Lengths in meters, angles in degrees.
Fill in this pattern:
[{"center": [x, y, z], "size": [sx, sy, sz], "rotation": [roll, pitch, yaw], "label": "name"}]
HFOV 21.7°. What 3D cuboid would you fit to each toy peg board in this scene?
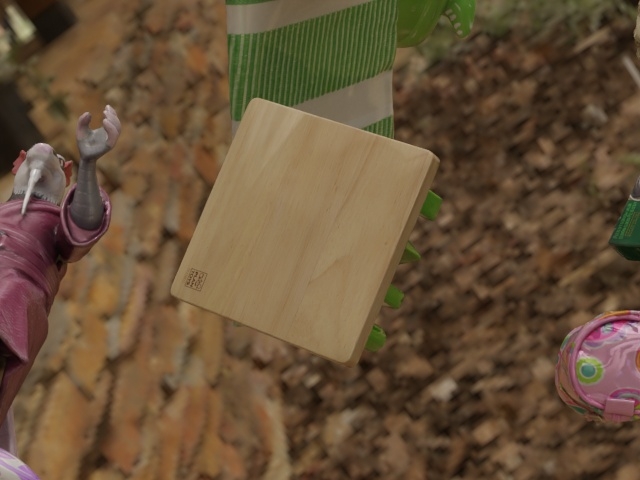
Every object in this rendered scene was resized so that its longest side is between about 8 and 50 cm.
[{"center": [0.000, 0.000, 1.223], "size": [0.160, 0.079, 0.161], "rotation": [19, 83, 30], "label": "toy peg board"}]

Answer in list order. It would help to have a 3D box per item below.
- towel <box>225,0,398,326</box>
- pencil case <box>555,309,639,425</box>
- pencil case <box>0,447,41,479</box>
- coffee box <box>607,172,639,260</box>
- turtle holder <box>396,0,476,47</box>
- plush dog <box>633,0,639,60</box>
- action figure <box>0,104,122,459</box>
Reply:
[{"center": [-0.008, -0.106, 1.593], "size": [0.038, 0.325, 0.248], "rotation": [16, 26, 34], "label": "towel"}, {"center": [0.320, 0.142, 1.823], "size": [0.124, 0.124, 0.284], "rotation": [-37, -8, -1], "label": "pencil case"}, {"center": [-0.255, 0.216, 1.063], "size": [0.086, 0.088, 0.206], "rotation": [22, 75, 30], "label": "pencil case"}, {"center": [0.385, -0.031, 1.672], "size": [0.184, 0.040, 0.113], "rotation": [6, 64, 54], "label": "coffee box"}, {"center": [0.055, -0.368, 1.780], "size": [0.243, 0.227, 0.320], "rotation": [-107, 28, -49], "label": "turtle holder"}, {"center": [0.267, -0.207, 1.015], "size": [0.210, 0.225, 0.262], "rotation": [43, 103, 31], "label": "plush dog"}, {"center": [-0.269, 0.049, 1.453], "size": [0.248, 0.276, 0.370], "rotation": [-6, 34, 19], "label": "action figure"}]
